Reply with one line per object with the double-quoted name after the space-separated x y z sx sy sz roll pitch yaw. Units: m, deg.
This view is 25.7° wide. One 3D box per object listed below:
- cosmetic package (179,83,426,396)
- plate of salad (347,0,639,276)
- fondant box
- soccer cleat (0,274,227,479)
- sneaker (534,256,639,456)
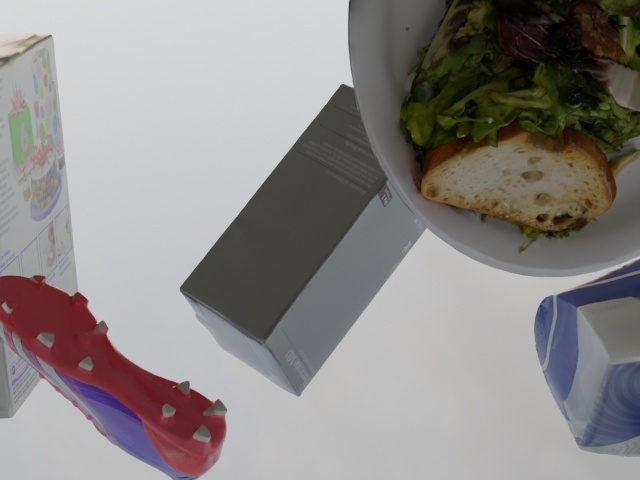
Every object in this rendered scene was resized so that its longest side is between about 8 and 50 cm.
0.000 0.000 1.204 0.107 0.127 0.238 27 -106 26 "cosmetic package"
0.103 -0.081 0.506 0.200 0.199 0.048 -2 -166 -26 "plate of salad"
-0.327 -0.022 1.391 0.096 0.330 0.238 1 -162 7 "fondant box"
-0.194 0.124 1.212 0.248 0.095 0.083 33 -143 1 "soccer cleat"
0.241 -0.013 0.743 0.316 0.127 0.182 -15 -122 -15 "sneaker"
